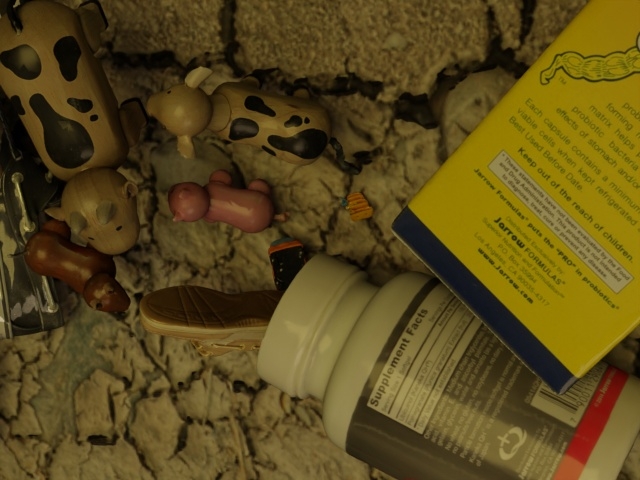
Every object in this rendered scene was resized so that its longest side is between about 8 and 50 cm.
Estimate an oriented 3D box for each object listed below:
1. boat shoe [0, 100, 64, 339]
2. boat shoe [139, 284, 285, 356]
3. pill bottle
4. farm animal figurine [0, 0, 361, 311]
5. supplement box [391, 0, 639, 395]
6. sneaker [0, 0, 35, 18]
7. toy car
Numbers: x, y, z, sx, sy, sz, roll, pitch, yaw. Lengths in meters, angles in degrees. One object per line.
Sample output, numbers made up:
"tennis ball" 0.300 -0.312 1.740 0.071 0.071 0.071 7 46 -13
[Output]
"boat shoe" -0.315 -0.050 1.263 0.102 0.108 0.301 -8 95 -13
"boat shoe" -0.097 0.083 1.176 0.059 0.170 0.063 -64 37 32
"pill bottle" 0.111 0.135 1.088 0.318 0.176 0.176 26 107 15
"farm animal figurine" -0.181 -0.088 1.106 0.330 0.172 0.327 -36 105 12
"supplement box" 0.259 -0.085 0.960 0.195 0.194 0.356 46 120 9
"sneaker" -0.376 -0.421 1.213 0.257 0.169 0.447 -11 102 13
"toy car" 0.000 0.000 1.194 0.122 0.060 0.040 -28 44 6
